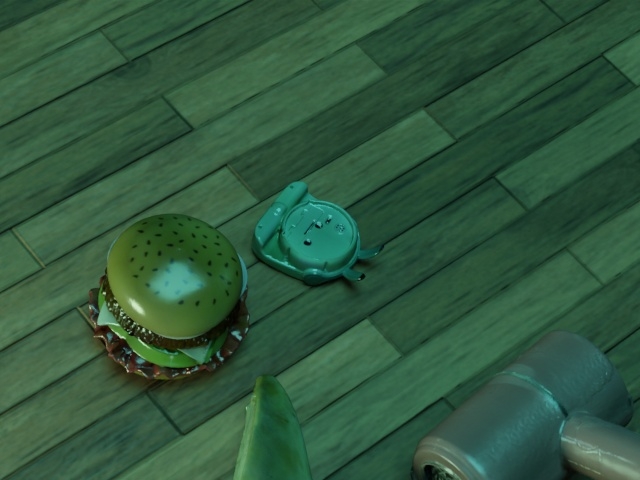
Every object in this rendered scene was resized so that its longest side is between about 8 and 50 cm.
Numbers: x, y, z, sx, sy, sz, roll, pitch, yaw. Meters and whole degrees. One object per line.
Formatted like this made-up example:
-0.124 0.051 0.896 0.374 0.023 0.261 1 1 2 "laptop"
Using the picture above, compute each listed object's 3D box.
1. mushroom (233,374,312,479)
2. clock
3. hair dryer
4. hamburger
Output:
-0.045 0.281 1.538 0.107 0.087 0.333 -5 52 -17 "mushroom"
0.000 0.000 1.768 0.135 0.041 0.101 28 56 11 "clock"
0.270 0.217 1.521 0.210 0.125 0.352 -35 31 -27 "hair dryer"
-0.150 0.050 1.652 0.175 0.137 0.175 6 52 -8 "hamburger"
